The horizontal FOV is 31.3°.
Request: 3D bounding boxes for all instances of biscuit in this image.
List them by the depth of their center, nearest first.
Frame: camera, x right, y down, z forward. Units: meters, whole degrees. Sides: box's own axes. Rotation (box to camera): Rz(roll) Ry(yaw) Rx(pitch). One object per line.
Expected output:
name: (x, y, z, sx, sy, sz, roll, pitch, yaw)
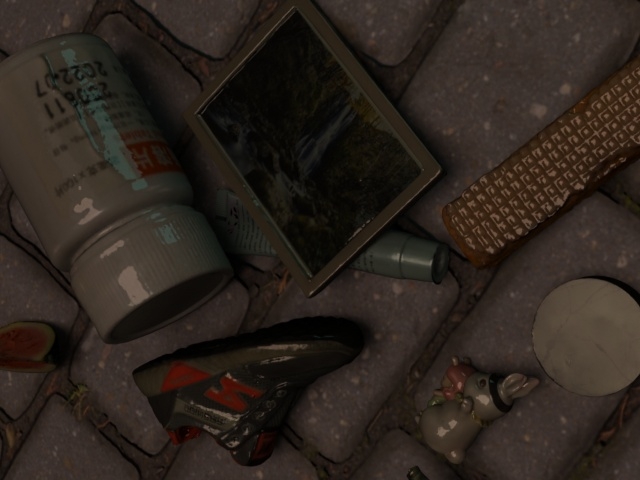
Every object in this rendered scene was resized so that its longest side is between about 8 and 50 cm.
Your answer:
biscuit: (0.295, -0.105, 1.275, 0.378, 0.054, 0.094, -40, 75, 25)

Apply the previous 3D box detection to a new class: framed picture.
framed picture: (-0.018, -0.123, 1.424, 0.240, 0.020, 0.324, -42, 65, 20)

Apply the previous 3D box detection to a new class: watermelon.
watermelon: (-0.435, 0.170, 1.680, 0.163, 0.087, 0.069, -1, 124, 29)

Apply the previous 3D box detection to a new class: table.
table: (0.309, 0.107, 1.291, 0.133, 0.043, 0.134, 2, 95, 28)

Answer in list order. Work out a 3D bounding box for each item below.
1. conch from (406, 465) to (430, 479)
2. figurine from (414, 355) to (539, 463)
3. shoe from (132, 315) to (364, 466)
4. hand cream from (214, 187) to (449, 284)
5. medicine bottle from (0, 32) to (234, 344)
conch: (0.197, 0.373, 1.334, 0.114, 0.137, 0.234, -21, 59, 3)
figurine: (0.175, 0.181, 1.347, 0.098, 0.081, 0.146, 46, 113, 18)
shoe: (-0.085, 0.205, 1.467, 0.336, 0.132, 0.171, -15, 92, 30)
hand cream: (0.000, 0.000, 1.437, 0.331, 0.058, 0.085, 10, 106, 27)
medicine bottle: (-0.284, -0.068, 1.499, 0.211, 0.211, 0.371, -37, 77, 25)
